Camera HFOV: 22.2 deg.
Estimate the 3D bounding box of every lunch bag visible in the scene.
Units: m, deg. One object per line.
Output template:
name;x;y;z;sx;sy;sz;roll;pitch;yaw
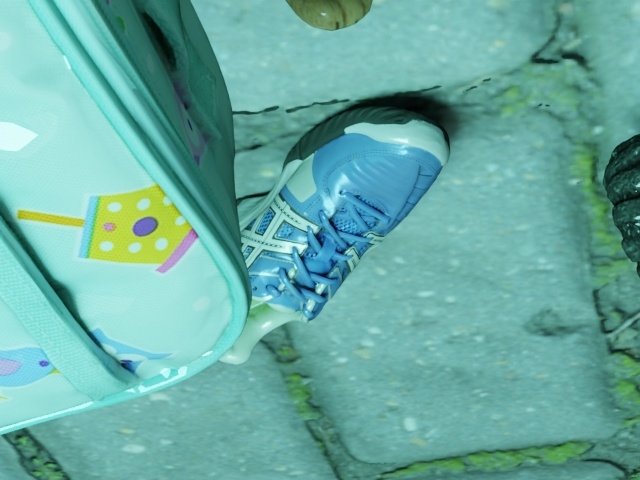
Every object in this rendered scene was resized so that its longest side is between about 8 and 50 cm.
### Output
lunch bag;-0.145;-0.050;0.417;0.224;0.108;0.279;-14;140;13

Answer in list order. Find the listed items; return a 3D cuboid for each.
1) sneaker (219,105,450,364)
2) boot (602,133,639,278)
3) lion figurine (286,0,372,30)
sneaker;0.000;0.000;0.919;0.080;0.081;0.211;22;139;-28
boot;0.340;0.005;0.884;0.260;0.131;0.348;-31;126;27
lion figurine;-0.078;-0.210;0.556;0.392;0.142;0.240;4;139;0
